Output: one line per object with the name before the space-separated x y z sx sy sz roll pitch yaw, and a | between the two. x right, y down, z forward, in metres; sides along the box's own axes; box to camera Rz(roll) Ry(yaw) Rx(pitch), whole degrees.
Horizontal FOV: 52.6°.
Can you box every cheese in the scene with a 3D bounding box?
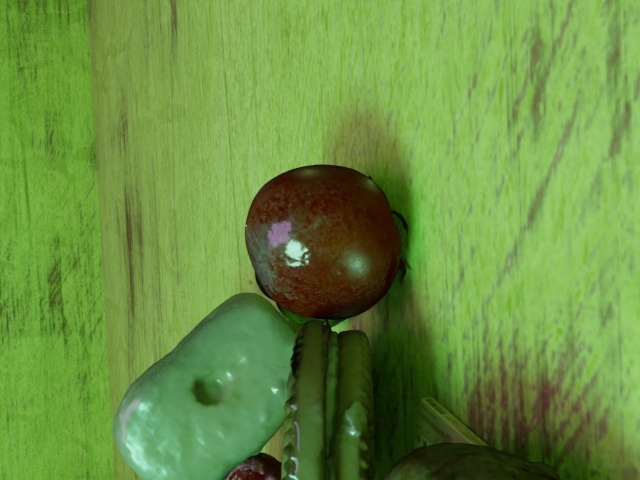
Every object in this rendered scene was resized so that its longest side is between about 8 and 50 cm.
cheese | -0.150 0.217 0.866 0.174 0.248 0.251 48 155 0

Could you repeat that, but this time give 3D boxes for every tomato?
tomato | 0.000 0.000 0.645 0.167 0.167 0.167 13 105 62
tomato | -0.071 0.368 0.889 0.139 0.091 0.159 18 98 40

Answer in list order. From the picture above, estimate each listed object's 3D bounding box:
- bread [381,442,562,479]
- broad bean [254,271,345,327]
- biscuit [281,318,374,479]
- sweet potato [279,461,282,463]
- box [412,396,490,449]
bread | 0.129 0.255 0.454 0.230 0.123 0.230 20 113 59
broad bean | -0.032 0.067 0.825 0.254 0.046 0.065 26 109 58
biscuit | 0.009 0.198 0.619 0.259 0.079 0.259 2 -90 -87
sweet potato | -0.071 0.365 0.964 0.026 0.026 0.115 53 140 47
box | 0.118 0.189 0.582 0.093 0.015 0.058 34 124 57
